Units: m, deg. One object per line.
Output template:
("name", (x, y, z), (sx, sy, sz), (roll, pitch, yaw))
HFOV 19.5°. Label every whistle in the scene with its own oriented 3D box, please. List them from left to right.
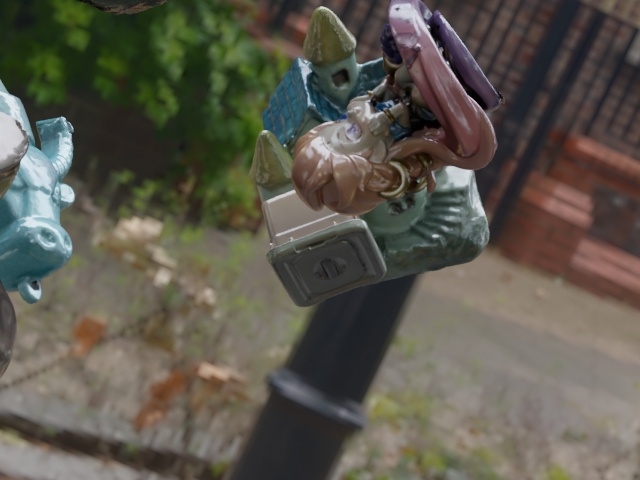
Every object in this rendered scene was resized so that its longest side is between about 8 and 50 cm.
("whistle", (-0.293, -0.065, 1.685), (0.186, 0.093, 0.274), (20, 45, -57))

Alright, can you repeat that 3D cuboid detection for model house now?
("model house", (0.038, -0.124, 2.230), (0.267, 0.325, 0.194), (-14, 37, 3))

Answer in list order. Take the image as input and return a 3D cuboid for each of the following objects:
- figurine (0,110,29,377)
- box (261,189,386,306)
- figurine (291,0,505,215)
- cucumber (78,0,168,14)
("figurine", (-0.314, 0.014, 1.361), (0.248, 0.380, 0.203), (47, 45, 11))
("box", (0.000, 0.000, 1.588), (0.122, 0.089, 0.062), (63, 8, -63))
("figurine", (0.056, -0.073, 1.235), (0.114, 0.157, 0.126), (25, 15, -35))
("cucumber", (-0.133, -0.165, 0.967), (0.074, 0.074, 0.241), (17, 7, -40))
